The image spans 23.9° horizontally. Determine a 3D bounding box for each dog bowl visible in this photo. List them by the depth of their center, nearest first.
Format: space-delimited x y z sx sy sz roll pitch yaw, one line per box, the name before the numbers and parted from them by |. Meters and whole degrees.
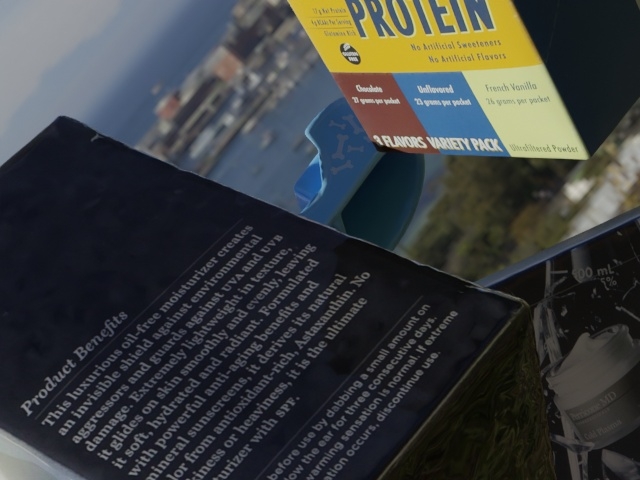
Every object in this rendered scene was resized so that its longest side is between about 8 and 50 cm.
dog bowl | 0.000 0.000 1.423 0.297 0.074 0.166 -54 -30 -24

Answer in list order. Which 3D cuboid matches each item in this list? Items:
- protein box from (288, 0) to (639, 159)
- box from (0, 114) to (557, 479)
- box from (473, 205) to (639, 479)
protein box | 0.081 -0.176 0.679 0.136 0.201 0.200 5 46 49
box | -0.048 0.134 0.765 0.294 0.296 0.183 23 55 34
box | 0.259 0.159 1.411 0.343 0.313 0.179 -25 -2 -10
